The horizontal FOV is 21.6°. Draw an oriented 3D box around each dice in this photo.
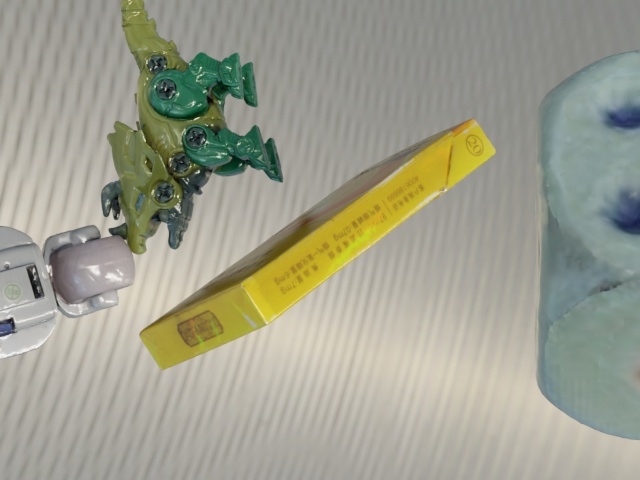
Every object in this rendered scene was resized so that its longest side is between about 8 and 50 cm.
[{"bbox_3d":[0.321,0.006,1.478,0.268,0.265,0.262,80,12,-52],"label":"dice"}]

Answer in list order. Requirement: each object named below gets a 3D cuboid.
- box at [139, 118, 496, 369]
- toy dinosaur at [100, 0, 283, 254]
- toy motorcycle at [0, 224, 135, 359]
[{"bbox_3d":[0.000,0.000,1.258,0.269,0.152,0.043,-37,98,-38],"label":"box"},{"bbox_3d":[-0.121,-0.122,1.443,0.094,0.153,0.259,32,50,-79],"label":"toy dinosaur"},{"bbox_3d":[-0.278,0.048,1.389,0.254,0.112,0.112,-16,110,-26],"label":"toy motorcycle"}]
